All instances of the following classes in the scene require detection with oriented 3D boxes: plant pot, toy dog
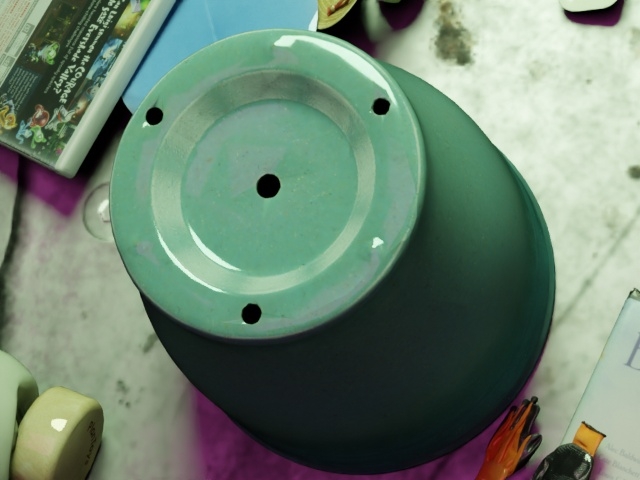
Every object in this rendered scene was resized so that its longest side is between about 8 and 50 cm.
[{"bbox_3d":[0.000,0.000,0.841,0.272,0.255,0.271,-4,75,14],"label":"plant pot"},{"bbox_3d":[-0.273,0.172,0.870,0.220,0.161,0.333,2,48,4],"label":"toy dog"}]

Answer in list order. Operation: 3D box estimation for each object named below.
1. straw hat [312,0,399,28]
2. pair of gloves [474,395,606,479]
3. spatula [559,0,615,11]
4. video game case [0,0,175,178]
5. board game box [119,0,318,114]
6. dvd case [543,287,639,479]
[{"bbox_3d":[0.045,-0.208,0.986,0.061,0.144,0.144,19,78,-23],"label":"straw hat"},{"bbox_3d":[0.142,0.144,0.876,0.083,0.010,0.074,24,83,49],"label":"pair of gloves"},{"bbox_3d":[0.257,-0.279,0.956,0.168,0.019,0.242,0,75,31],"label":"spatula"},{"bbox_3d":[-0.209,-0.160,1.050,0.173,0.022,0.190,25,83,32],"label":"video game case"},{"bbox_3d":[-0.074,-0.148,1.018,0.169,0.033,0.133,-24,59,12],"label":"board game box"},{"bbox_3d":[0.231,0.179,0.854,0.180,0.022,0.253,23,82,20],"label":"dvd case"}]
